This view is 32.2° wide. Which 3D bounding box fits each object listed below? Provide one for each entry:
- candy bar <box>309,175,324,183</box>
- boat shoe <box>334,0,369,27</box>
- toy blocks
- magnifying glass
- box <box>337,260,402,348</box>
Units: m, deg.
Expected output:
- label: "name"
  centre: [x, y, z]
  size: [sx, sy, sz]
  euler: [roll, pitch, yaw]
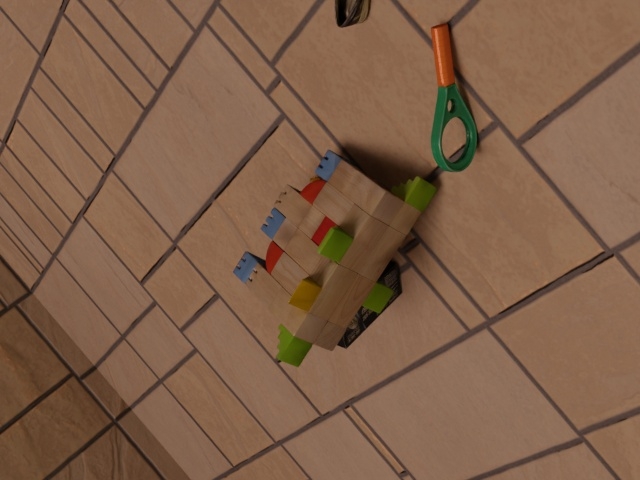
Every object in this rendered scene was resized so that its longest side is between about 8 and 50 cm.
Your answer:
- label: "candy bar"
  centre: [0.001, -0.053, 2.116]
  size: [0.040, 0.018, 0.161]
  euler: [22, 136, 29]
- label: "boat shoe"
  centre: [0.050, -0.396, 1.720]
  size: [0.056, 0.049, 0.152]
  euler: [28, 139, 28]
- label: "toy blocks"
  centre: [0.000, 0.000, 1.951]
  size: [0.190, 0.381, 0.261]
  euler: [26, -170, -39]
- label: "magnifying glass"
  centre: [0.198, -0.216, 1.707]
  size: [0.026, 0.092, 0.231]
  euler: [10, 119, 46]
- label: "box"
  centre: [0.040, 0.100, 2.072]
  size: [0.147, 0.180, 0.078]
  euler: [21, 138, 36]
